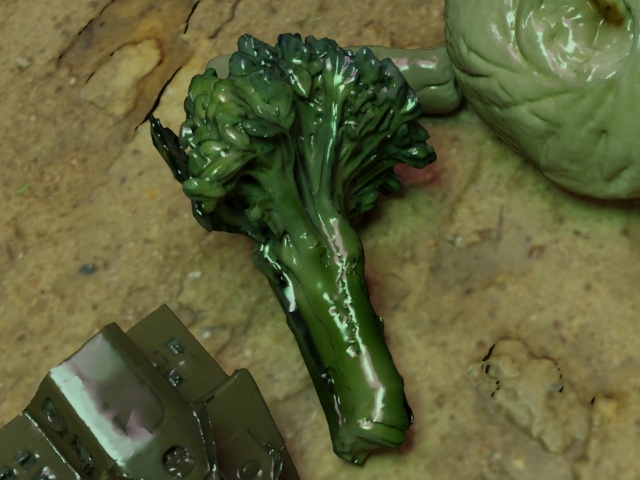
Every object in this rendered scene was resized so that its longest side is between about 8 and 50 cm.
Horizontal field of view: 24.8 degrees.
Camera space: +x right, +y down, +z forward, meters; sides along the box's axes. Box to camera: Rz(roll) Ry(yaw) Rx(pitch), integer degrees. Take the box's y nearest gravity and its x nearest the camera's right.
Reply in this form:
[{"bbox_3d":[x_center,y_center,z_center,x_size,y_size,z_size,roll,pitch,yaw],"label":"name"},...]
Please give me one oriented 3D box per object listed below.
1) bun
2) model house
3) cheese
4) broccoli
[{"bbox_3d":[0.198,-0.155,0.960,0.244,0.153,0.244,0,89,13],"label":"bun"},{"bbox_3d":[-0.075,0.180,0.851,0.248,0.176,0.181,46,59,7],"label":"model house"},{"bbox_3d":[0.008,-0.115,1.068,0.194,0.065,0.043,-2,53,15],"label":"cheese"},{"bbox_3d":[-0.007,-0.013,0.924,0.177,0.198,0.275,-19,55,10],"label":"broccoli"}]
